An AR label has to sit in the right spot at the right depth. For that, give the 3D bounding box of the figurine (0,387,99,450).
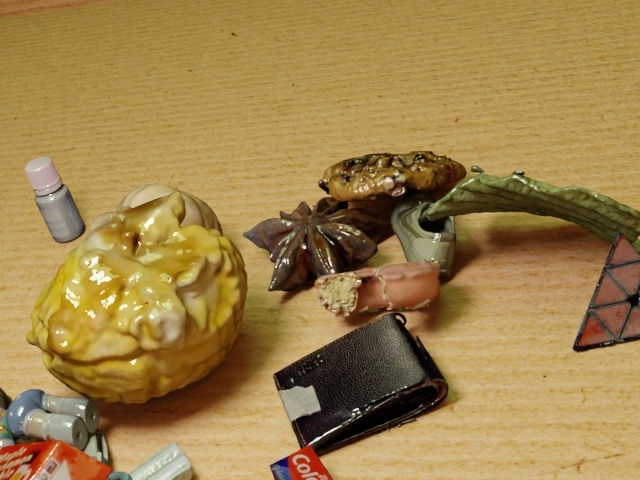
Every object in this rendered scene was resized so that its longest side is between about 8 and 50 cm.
[{"bbox_3d":[-0.576,0.297,1.759,0.381,0.205,0.224,-10,28,5],"label":"figurine"}]

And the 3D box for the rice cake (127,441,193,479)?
[{"bbox_3d":[-0.304,0.412,1.611,0.226,0.040,0.085,-34,35,-23],"label":"rice cake"}]

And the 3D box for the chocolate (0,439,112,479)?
[{"bbox_3d":[-0.468,0.418,1.532,0.237,0.108,0.235,-18,29,48],"label":"chocolate"}]

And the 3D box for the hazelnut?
[{"bbox_3d":[-0.319,0.012,2.074,0.261,0.261,0.241,-34,69,-24],"label":"hazelnut"}]

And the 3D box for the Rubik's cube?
[{"bbox_3d":[0.537,0.095,1.716,0.190,0.211,0.178,22,17,0],"label":"Rubik's cube"}]

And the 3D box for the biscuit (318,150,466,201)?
[{"bbox_3d":[0.146,-0.144,2.092,0.289,0.081,0.334,-1,11,25],"label":"biscuit"}]

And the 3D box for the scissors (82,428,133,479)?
[{"bbox_3d":[-0.367,0.379,1.633,0.138,0.041,0.289,-35,22,0],"label":"scissors"}]

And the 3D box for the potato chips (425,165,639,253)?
[{"bbox_3d":[0.386,-0.046,1.773,0.389,0.097,0.373,11,-3,18],"label":"potato chips"}]

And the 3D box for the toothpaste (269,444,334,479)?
[{"bbox_3d":[0.022,0.423,1.436,0.076,0.066,0.320,-25,35,-13],"label":"toothpaste"}]

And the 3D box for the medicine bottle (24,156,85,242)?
[{"bbox_3d":[-0.621,-0.096,2.340,0.083,0.203,0.083,-10,35,7],"label":"medicine bottle"}]

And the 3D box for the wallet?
[{"bbox_3d":[0.060,0.236,1.693,0.262,0.071,0.221,-25,35,-3],"label":"wallet"}]

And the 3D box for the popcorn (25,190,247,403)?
[{"bbox_3d":[-0.312,0.128,1.779,0.390,0.354,0.344,-50,29,26],"label":"popcorn"}]

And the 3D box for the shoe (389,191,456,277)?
[{"bbox_3d":[0.210,-0.036,1.975,0.103,0.098,0.275,8,31,-17],"label":"shoe"}]

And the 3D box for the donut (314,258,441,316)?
[{"bbox_3d":[0.117,0.087,1.811,0.199,0.085,0.233,-6,-3,-42],"label":"donut"}]

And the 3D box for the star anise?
[{"bbox_3d":[-0.018,0.007,2.023,0.315,0.108,0.315,-12,37,9],"label":"star anise"}]
